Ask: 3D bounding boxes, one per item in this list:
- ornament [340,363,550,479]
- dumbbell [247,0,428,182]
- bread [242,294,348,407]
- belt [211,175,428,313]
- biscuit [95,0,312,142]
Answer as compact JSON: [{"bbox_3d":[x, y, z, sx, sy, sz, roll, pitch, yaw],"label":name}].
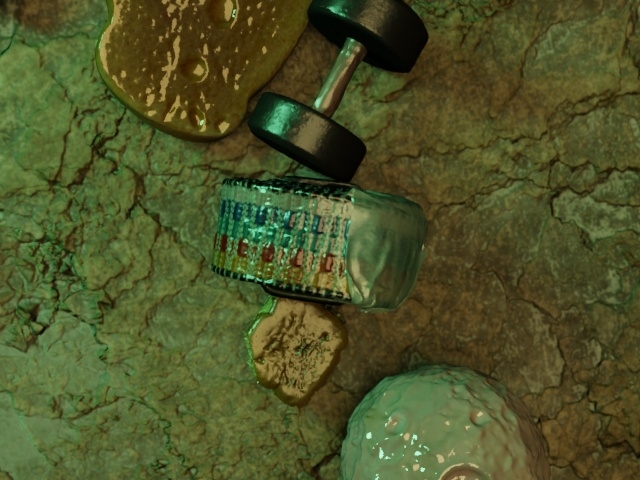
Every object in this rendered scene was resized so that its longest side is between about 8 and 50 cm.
[{"bbox_3d":[0.151,0.282,0.904,0.260,0.225,0.259,0,88,-5],"label":"ornament"},{"bbox_3d":[0.020,-0.197,0.907,0.153,0.152,0.218,29,90,-6],"label":"dumbbell"},{"bbox_3d":[-0.038,0.136,0.961,0.128,0.069,0.140,33,88,-5],"label":"bread"},{"bbox_3d":[0.000,0.000,0.889,0.258,0.207,0.150,8,94,9],"label":"belt"},{"bbox_3d":[-0.156,-0.309,0.907,0.287,0.057,0.343,29,91,-23],"label":"biscuit"}]
